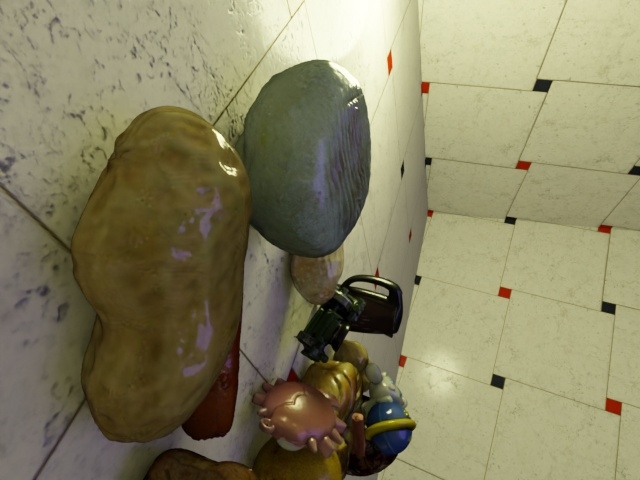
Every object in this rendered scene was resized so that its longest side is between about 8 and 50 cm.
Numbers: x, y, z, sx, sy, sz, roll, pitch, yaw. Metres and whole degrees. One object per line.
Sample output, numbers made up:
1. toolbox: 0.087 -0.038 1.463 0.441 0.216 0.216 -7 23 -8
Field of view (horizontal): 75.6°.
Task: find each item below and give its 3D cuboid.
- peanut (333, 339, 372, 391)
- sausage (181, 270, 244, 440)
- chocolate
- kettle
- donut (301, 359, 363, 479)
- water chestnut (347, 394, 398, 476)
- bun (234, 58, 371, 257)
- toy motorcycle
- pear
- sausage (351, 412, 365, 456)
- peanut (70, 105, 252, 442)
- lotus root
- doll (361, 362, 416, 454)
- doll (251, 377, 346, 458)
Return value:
1. peanut: 0.125 0.454 1.459 0.319 0.147 0.148 76 29 -51
2. sausage: -0.170 0.151 0.630 0.102 0.102 0.331 -18 114 -68
3. chocolate: 0.000 0.000 1.004 0.134 0.134 0.310 31 66 -68
4. kettle: 0.143 0.199 1.292 0.144 0.232 0.202 -35 129 -64
5. donut: 0.025 0.517 1.179 0.360 0.169 0.361 5 90 -71
6. water chestnut: 0.152 0.696 1.462 0.289 0.288 0.245 -47 144 -58
7. bun: -0.026 -0.144 0.761 0.362 0.211 0.362 6 90 -67
8. toy motorcycle: 0.023 0.220 1.080 0.205 0.127 0.275 -55 177 -15
9. pear: -0.059 0.531 0.918 0.209 0.208 0.209 7 90 -70
10. sausage: 0.102 0.517 1.101 0.035 0.030 0.147 -58 147 -62
11. peanut: -0.179 0.044 0.474 0.192 0.169 0.388 -4 100 -64
12. lotus root: -0.172 0.429 0.616 0.291 0.193 0.193 79 27 -48
13. doll: 0.212 0.559 1.329 0.311 0.159 0.243 43 15 -52
14. doll: -0.039 0.377 0.908 0.093 0.211 0.262 -62 154 11
